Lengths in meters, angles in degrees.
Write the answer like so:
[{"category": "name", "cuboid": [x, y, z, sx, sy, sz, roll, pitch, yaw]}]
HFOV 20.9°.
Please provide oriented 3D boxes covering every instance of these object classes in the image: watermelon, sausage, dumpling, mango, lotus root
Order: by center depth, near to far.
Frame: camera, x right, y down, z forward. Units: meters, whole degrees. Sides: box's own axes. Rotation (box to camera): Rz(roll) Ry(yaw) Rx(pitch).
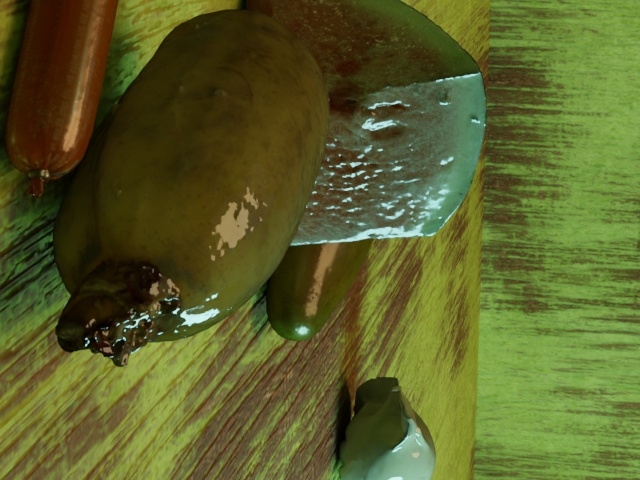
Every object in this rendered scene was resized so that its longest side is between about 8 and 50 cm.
[{"category": "sausage", "cuboid": [-0.144, -0.188, 1.069, 0.053, 0.053, 0.348, 63, 32, -68]}, {"category": "lotus root", "cuboid": [-0.083, -0.030, 1.133, 0.169, 0.151, 0.343, -51, -168, 34]}, {"category": "watermelon", "cuboid": [0.007, -0.106, 1.534, 0.201, 0.261, 0.213, -38, 142, -36]}, {"category": "mango", "cuboid": [0.000, 0.000, 1.727, 0.136, 0.099, 0.227, 82, 24, -61]}, {"category": "dumpling", "cuboid": [0.070, 0.256, 2.155, 0.111, 0.181, 0.155, 28, 26, -40]}]
